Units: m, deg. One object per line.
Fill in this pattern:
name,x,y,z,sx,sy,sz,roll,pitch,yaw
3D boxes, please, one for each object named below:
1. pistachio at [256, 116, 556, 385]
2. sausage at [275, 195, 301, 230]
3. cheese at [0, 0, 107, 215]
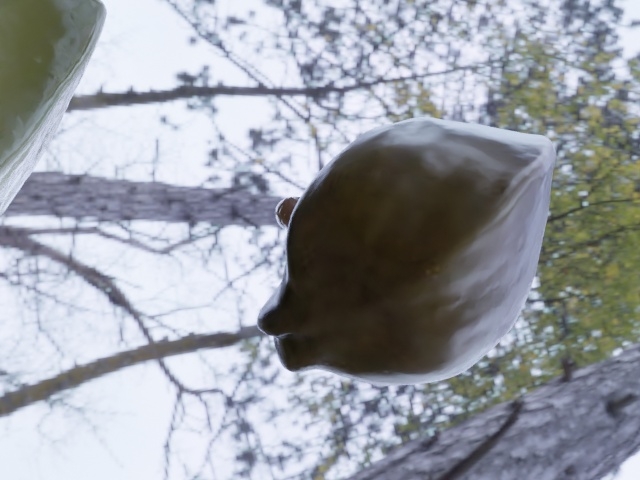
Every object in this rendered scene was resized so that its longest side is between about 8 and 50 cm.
pistachio,0.073,-0.008,0.802,0.212,0.260,0.163,-27,-78,27
sausage,0.000,0.000,1.129,0.186,0.043,0.043,47,-56,55
cheese,-0.325,-0.113,1.149,0.242,0.124,0.265,-65,-167,-23
